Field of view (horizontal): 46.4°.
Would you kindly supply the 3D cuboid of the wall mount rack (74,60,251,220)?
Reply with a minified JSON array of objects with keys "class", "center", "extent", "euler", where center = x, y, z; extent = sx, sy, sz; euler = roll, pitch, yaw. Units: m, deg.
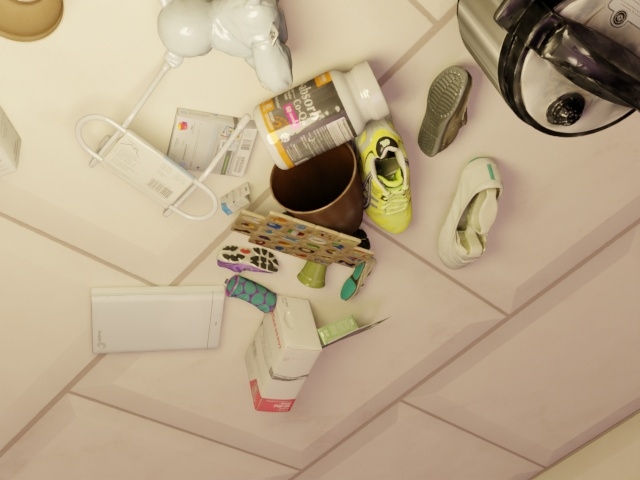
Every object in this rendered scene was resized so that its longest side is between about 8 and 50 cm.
[{"class":"wall mount rack","center":[-0.334,-0.212,1.625],"extent":[0.350,0.131,0.304],"euler":[36,125,-22]}]

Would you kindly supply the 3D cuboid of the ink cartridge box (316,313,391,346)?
[{"class":"ink cartridge box","center":[0.073,0.262,2.215],"extent":[0.235,0.056,0.171],"euler":[-21,169,-26]}]

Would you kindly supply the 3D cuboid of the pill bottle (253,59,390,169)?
[{"class":"pill bottle","center":[0.003,-0.282,1.667],"extent":[0.278,0.162,0.162],"euler":[-25,133,7]}]

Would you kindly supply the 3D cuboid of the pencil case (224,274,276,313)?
[{"class":"pencil case","center":[-0.193,0.149,2.076],"extent":[0.151,0.064,0.070],"euler":[29,103,-34]}]

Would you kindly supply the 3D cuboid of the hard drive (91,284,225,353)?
[{"class":"hard drive","center":[-0.453,0.221,2.082],"extent":[0.352,0.047,0.233],"euler":[0,131,-15]}]

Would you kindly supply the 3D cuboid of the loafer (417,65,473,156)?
[{"class":"loafer","center":[0.306,-0.313,1.786],"extent":[0.087,0.094,0.251],"euler":[-21,149,-30]}]

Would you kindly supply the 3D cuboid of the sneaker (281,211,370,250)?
[{"class":"sneaker","center":[0.000,0.000,1.973],"extent":[0.271,0.100,0.108],"euler":[20,133,-28]}]

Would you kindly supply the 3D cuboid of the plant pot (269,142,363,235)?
[{"class":"plant pot","center":[0.020,-0.107,1.824],"extent":[0.215,0.215,0.230],"euler":[-26,146,9]}]

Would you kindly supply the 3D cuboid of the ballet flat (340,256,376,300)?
[{"class":"ballet flat","center":[0.112,0.112,2.135],"extent":[0.052,0.057,0.168],"euler":[3,132,-31]}]

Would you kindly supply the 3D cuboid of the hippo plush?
[{"class":"hippo plush","center":[-0.187,-0.390,1.453],"extent":[0.236,0.294,0.235],"euler":[-10,112,4]}]

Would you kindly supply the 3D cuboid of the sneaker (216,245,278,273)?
[{"class":"sneaker","center":[-0.196,0.057,2.005],"extent":[0.169,0.068,0.071],"euler":[12,143,-15]}]

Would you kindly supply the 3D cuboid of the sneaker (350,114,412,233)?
[{"class":"sneaker","center":[0.157,-0.139,1.851],"extent":[0.145,0.147,0.385],"euler":[-21,135,2]}]

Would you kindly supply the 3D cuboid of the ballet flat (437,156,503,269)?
[{"class":"ballet flat","center":[0.409,-0.037,2.027],"extent":[0.139,0.139,0.400],"euler":[-4,133,-12]}]

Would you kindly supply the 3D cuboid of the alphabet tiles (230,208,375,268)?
[{"class":"alphabet tiles","center":[-0.048,0.000,1.869],"extent":[0.342,0.011,0.285],"euler":[18,163,-11]}]

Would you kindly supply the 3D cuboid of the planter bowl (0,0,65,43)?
[{"class":"planter bowl","center":[-0.554,-0.463,1.380],"extent":[0.162,0.109,0.162],"euler":[-7,133,-8]}]

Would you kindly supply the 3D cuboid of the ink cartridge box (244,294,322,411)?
[{"class":"ink cartridge box","center":[-0.112,0.329,2.164],"extent":[0.117,0.207,0.283],"euler":[9,129,-23]}]

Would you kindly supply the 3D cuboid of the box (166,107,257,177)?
[{"class":"box","center":[-0.253,-0.224,1.734],"extent":[0.186,0.038,0.145],"euler":[5,130,-21]}]

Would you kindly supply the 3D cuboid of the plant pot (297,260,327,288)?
[{"class":"plant pot","center":[-0.014,0.078,2.058],"extent":[0.083,0.083,0.079],"euler":[10,117,-23]}]

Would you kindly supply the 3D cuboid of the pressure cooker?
[{"class":"pressure cooker","center":[0.505,-0.415,1.506],"extent":[0.369,0.421,0.376],"euler":[-15,133,-1]}]

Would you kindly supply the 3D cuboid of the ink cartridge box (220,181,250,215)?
[{"class":"ink cartridge box","center":[-0.205,-0.104,1.850],"extent":[0.083,0.048,0.028],"euler":[-30,133,13]}]

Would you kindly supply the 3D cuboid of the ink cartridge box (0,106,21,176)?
[{"class":"ink cartridge box","center":[-0.780,-0.252,1.499],"extent":[0.226,0.131,0.306],"euler":[-18,135,1]}]
